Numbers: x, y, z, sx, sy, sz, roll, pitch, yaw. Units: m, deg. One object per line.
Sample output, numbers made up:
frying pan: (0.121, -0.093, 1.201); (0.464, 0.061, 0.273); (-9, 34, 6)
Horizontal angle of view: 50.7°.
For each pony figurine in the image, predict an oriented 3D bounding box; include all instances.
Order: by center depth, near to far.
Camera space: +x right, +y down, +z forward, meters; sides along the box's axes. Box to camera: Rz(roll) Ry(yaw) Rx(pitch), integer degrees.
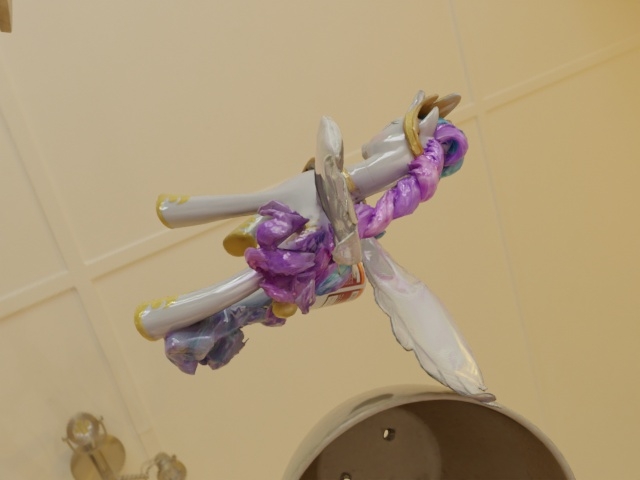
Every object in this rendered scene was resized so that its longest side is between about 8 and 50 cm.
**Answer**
pony figurine: (0.000, 0.000, 0.672); (0.363, 0.351, 0.303); (-23, -53, 14)

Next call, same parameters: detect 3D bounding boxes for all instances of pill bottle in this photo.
pill bottle: (-0.002, 0.064, 1.066); (0.152, 0.086, 0.086); (-6, -80, -50)

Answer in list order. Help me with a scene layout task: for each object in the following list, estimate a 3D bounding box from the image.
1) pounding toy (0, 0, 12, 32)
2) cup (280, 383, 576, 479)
pounding toy: (-0.359, -0.327, 0.755); (0.154, 0.269, 0.154); (0, -109, -20)
cup: (0.094, 0.303, 0.775); (0.331, 0.237, 0.331); (-1, -86, -8)
